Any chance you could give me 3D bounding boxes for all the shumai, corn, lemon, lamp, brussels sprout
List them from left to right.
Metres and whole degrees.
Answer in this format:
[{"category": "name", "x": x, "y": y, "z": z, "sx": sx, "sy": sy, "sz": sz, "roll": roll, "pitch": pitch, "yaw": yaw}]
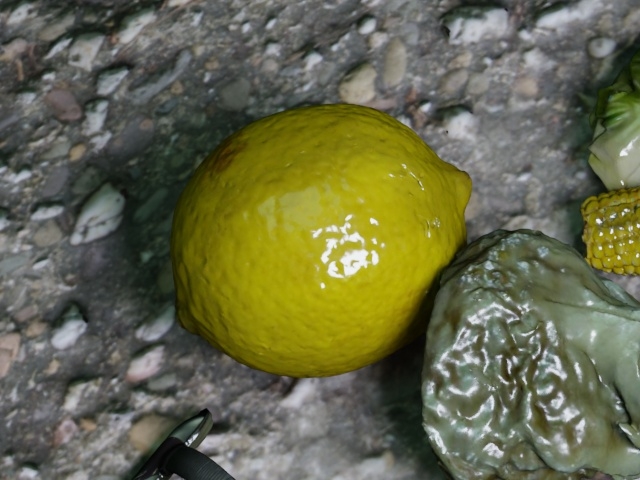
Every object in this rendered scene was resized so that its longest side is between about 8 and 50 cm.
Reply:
[{"category": "lamp", "x": -0.099, "y": 0.281, "z": 1.492, "sx": 0.283, "sy": 0.124, "sz": 0.203, "roll": 37, "pitch": 85, "yaw": 32}, {"category": "lemon", "x": -0.001, "y": 0.000, "z": 1.552, "sx": 0.267, "sy": 0.267, "sz": 0.267, "roll": -6, "pitch": 59, "yaw": 11}, {"category": "shumai", "x": 0.211, "y": 0.109, "z": 1.465, "sx": 0.218, "sy": 0.189, "sz": 0.256, "roll": 6, "pitch": 63, "yaw": 18}, {"category": "brussels sprout", "x": 0.329, "y": -0.117, "z": 1.623, "sx": 0.139, "sy": 0.100, "sz": 0.181, "roll": 43, "pitch": 57, "yaw": 14}, {"category": "corn", "x": 0.387, "y": -0.016, "z": 1.545, "sx": 0.310, "sy": 0.101, "sz": 0.101, "roll": -7, "pitch": 59, "yaw": 10}]
